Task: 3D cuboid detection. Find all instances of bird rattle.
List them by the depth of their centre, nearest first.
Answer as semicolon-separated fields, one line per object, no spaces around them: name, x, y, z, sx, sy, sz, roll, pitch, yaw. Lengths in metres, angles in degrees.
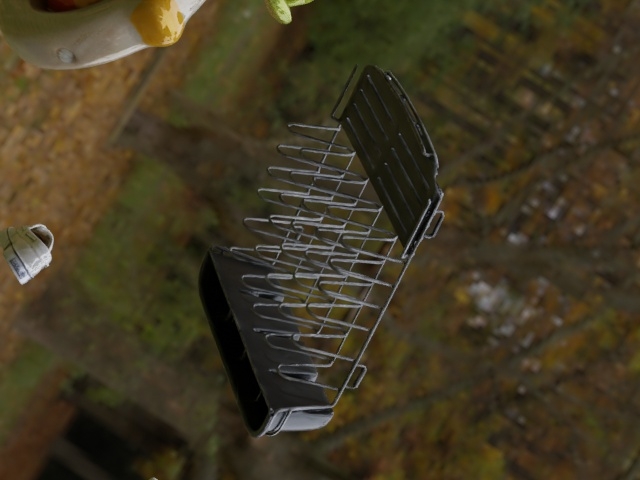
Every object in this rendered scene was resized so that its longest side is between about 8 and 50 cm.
bird rattle;-0.139;-0.194;1.121;0.207;0.254;0.143;-66;150;-42

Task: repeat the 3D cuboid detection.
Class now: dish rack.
dish rack;0.000;0.000;1.335;0.271;0.074;0.208;-63;-147;30

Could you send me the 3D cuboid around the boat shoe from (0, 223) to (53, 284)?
boat shoe;-0.202;0.005;1.176;0.035;0.035;0.100;-31;-169;-6

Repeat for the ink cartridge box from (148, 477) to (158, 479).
ink cartridge box;-0.146;0.421;2.006;0.119;0.207;0.353;-42;-133;1
